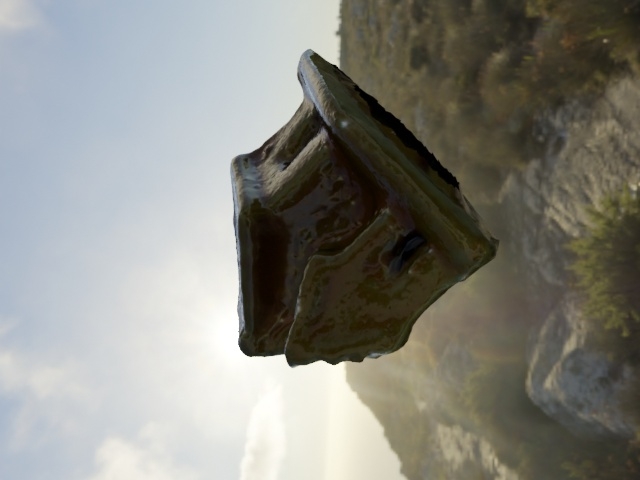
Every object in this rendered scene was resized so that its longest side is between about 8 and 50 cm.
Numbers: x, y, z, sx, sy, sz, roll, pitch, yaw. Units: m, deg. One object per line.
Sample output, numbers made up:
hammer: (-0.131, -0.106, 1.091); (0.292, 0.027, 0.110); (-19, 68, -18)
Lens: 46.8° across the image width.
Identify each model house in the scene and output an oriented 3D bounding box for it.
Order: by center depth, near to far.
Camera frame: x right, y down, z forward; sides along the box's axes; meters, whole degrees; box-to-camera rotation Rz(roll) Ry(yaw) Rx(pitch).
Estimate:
model house: (-0.002, 0.002, 0.622); (0.239, 0.173, 0.268); (-47, 24, 15)
